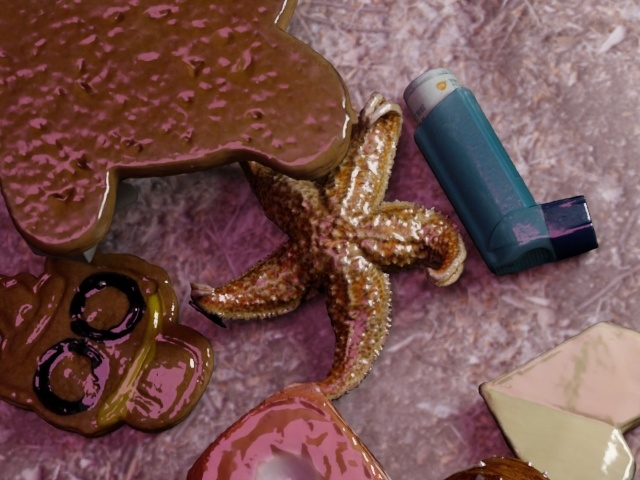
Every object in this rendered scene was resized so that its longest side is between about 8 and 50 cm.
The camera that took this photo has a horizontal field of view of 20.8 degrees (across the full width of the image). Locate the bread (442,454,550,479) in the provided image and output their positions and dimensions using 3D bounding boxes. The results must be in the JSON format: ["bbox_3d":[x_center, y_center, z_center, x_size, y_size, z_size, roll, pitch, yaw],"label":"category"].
[{"bbox_3d":[0.173,0.295,1.710,0.160,0.073,0.160,4,98,29],"label":"bread"}]

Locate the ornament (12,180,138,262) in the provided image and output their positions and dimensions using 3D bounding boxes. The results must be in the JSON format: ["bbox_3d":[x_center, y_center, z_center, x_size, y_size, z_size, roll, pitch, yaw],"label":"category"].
[{"bbox_3d":[-0.244,-0.108,1.936,0.130,0.120,0.285,25,80,24],"label":"ornament"}]

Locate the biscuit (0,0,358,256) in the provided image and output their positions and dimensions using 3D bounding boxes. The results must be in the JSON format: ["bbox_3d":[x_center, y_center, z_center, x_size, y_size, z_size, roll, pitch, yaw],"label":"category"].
[{"bbox_3d":[-0.189,-0.186,1.851,0.394,0.076,0.368,-18,71,-1],"label":"biscuit"}]

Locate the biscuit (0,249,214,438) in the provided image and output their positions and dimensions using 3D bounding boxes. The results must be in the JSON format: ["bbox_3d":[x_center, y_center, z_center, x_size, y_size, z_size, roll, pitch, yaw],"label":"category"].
[{"bbox_3d":[-0.253,0.105,1.910,0.290,0.041,0.208,22,77,17],"label":"biscuit"}]

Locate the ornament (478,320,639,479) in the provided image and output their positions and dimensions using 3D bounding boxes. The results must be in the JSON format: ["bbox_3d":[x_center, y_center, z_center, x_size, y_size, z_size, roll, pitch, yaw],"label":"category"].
[{"bbox_3d":[0.247,0.174,1.778,0.180,0.059,0.201,17,74,17],"label":"ornament"}]

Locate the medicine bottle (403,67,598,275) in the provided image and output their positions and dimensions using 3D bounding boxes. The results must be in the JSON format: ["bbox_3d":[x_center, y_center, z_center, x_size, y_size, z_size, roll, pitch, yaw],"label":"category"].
[{"bbox_3d":[0.186,-0.074,1.856,0.124,0.079,0.258,-32,68,4],"label":"medicine bottle"}]

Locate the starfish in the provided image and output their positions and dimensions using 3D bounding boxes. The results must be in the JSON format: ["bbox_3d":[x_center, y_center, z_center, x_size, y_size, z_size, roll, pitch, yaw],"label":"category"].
[{"bbox_3d":[-0.003,-0.002,1.859,0.303,0.113,0.312,-34,72,-1],"label":"starfish"}]

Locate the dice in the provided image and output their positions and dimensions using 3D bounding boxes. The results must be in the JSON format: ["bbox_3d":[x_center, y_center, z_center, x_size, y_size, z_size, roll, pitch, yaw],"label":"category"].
[{"bbox_3d":[-0.020,0.260,1.741,0.174,0.179,0.175,-38,73,-3],"label":"dice"}]
